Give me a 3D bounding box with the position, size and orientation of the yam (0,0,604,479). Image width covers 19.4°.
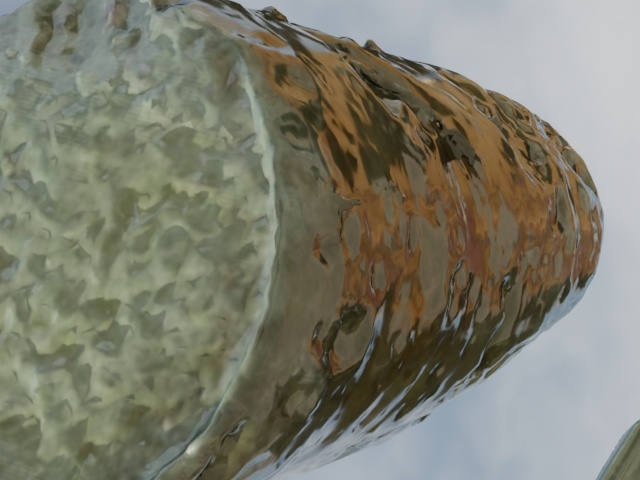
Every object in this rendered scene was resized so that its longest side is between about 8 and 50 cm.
[{"bbox_3d":[0.000,0.000,0.530,0.330,0.133,0.133,-5,-89,-64],"label":"yam"}]

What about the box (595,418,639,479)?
[{"bbox_3d":[0.119,0.132,0.668,0.122,0.084,0.069,-48,-15,-43],"label":"box"}]
